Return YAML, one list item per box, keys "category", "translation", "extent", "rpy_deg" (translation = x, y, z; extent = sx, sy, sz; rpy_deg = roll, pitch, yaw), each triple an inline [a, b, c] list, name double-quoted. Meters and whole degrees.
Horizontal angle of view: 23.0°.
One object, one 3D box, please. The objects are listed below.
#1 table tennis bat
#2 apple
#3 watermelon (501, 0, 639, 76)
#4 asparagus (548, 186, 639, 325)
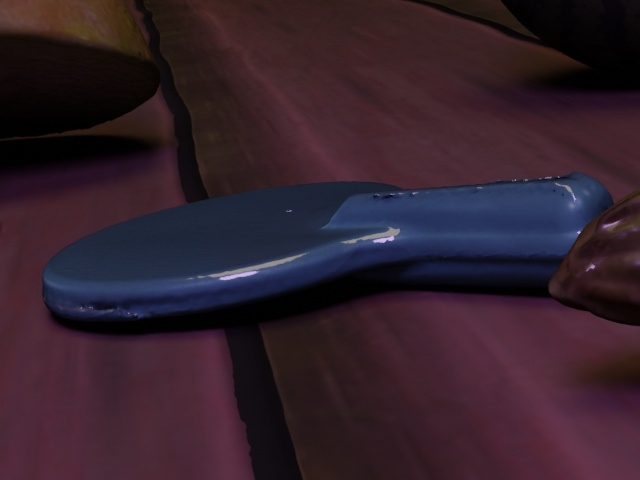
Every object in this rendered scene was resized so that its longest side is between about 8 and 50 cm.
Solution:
- category: "table tennis bat"
  translation: [0.000, 0.000, 0.504]
  extent: [0.201, 0.033, 0.124]
  rpy_deg: [-2, 16, 33]
- category: "apple"
  translation: [-0.189, -0.114, 0.837]
  extent: [0.193, 0.120, 0.265]
  rpy_deg: [9, -11, -29]
- category: "watermelon"
  translation: [0.177, -0.187, 0.813]
  extent: [0.212, 0.212, 0.212]
  rpy_deg: [-7, 13, 2]
- category: "asparagus"
  translation: [0.194, -0.017, 0.367]
  extent: [0.287, 0.080, 0.080]
  rpy_deg: [-9, 13, -1]
